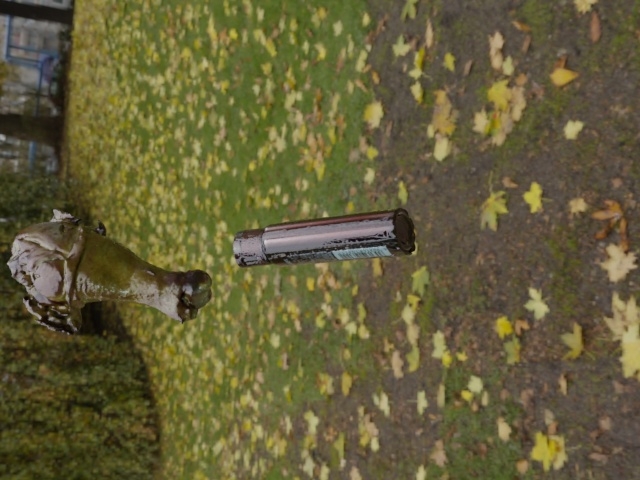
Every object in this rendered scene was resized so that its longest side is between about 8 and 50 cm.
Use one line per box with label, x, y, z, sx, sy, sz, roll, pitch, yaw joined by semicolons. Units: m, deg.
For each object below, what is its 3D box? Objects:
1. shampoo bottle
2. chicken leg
shampoo bottle;0.000;0.000;1.226;0.129;0.322;0.084;21;-114;-63
chicken leg;-0.392;0.077;1.200;0.212;0.361;0.140;-62;-12;-19
